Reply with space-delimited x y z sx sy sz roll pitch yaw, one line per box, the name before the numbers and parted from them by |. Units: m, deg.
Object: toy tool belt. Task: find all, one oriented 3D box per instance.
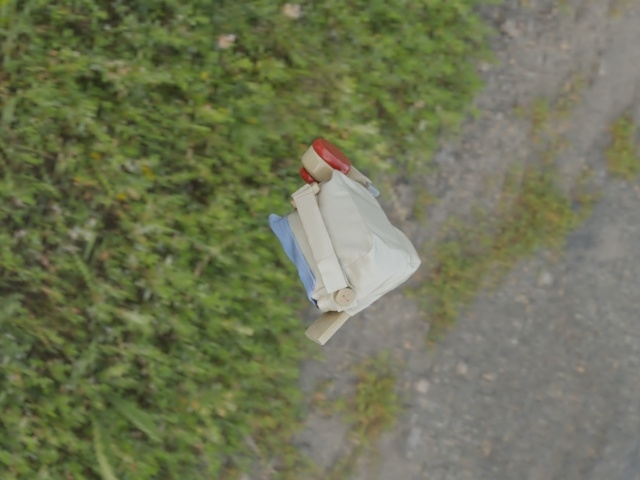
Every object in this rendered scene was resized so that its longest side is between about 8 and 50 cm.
toy tool belt | 0.000 0.000 0.570 0.052 0.083 0.051 29 111 -39
